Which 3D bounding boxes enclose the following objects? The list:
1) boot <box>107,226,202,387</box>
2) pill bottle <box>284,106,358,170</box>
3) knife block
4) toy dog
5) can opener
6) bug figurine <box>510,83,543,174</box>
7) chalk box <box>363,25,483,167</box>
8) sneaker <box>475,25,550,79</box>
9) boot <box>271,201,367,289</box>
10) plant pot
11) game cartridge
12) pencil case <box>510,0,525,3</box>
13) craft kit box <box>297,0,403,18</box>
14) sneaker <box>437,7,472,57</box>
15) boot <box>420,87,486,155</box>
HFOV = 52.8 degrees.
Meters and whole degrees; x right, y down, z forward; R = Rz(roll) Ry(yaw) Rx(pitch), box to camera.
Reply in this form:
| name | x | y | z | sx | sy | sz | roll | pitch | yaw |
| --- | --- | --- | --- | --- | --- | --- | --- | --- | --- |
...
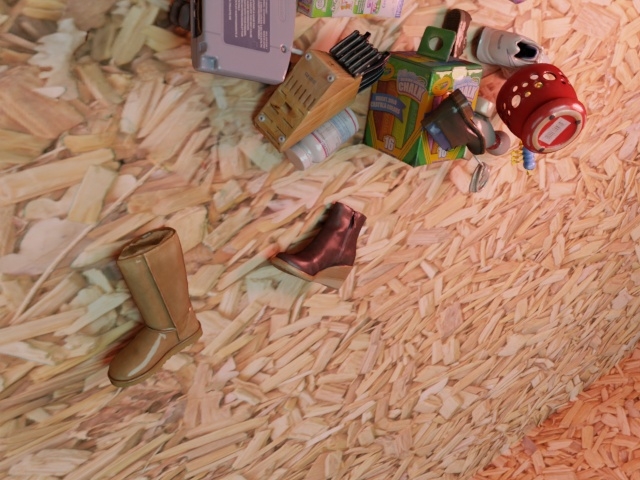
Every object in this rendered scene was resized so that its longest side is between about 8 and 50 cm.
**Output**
| name | x | y | z | sx | sy | sz | roll | pitch | yaw |
| --- | --- | --- | --- | --- | --- | --- | --- | --- | --- |
| boot | -0.363 | 0.135 | 1.309 | 0.236 | 0.089 | 0.269 | -38 | 135 | -34 |
| pill bottle | 0.001 | -0.226 | 1.409 | 0.160 | 0.087 | 0.087 | -42 | 136 | -15 |
| knife block | 0.018 | -0.314 | 1.358 | 0.275 | 0.088 | 0.242 | -48 | 166 | 25 |
| toy dog | 0.385 | -0.289 | 1.706 | 0.220 | 0.161 | 0.333 | -55 | 152 | -6 |
| can opener | -0.147 | -0.370 | 1.197 | 0.280 | 0.074 | 0.093 | 7 | 109 | -44 |
| bug figurine | 0.631 | -0.333 | 1.869 | 0.279 | 0.072 | 0.216 | -47 | 133 | -37 |
| chalk box | 0.239 | -0.340 | 1.489 | 0.179 | 0.180 | 0.288 | -14 | 122 | -36 |
| sneaker | 0.533 | -0.480 | 1.703 | 0.297 | 0.129 | 0.110 | 0 | 107 | -44 |
| boot | 0.000 | 0.000 | 1.571 | 0.248 | 0.090 | 0.206 | 20 | 88 | -45 |
| plant pot | 0.572 | -0.329 | 1.656 | 0.191 | 0.174 | 0.191 | -10 | 140 | -9 |
| game cartridge | -0.131 | -0.427 | 1.122 | 0.196 | 0.060 | 0.294 | 0 | 91 | -38 |
| pencil case | 0.412 | -0.652 | 1.502 | 0.273 | 0.114 | 0.124 | 8 | 90 | -44 |
| craft kit box | 0.084 | -0.571 | 1.280 | 0.247 | 0.061 | 0.249 | -16 | 131 | -38 |
| sneaker | 0.326 | -0.463 | 1.573 | 0.071 | 0.066 | 0.188 | -2 | 116 | -43 |
| boot | 0.295 | -0.238 | 1.434 | 0.106 | 0.082 | 0.219 | -34 | 142 | 8 |
